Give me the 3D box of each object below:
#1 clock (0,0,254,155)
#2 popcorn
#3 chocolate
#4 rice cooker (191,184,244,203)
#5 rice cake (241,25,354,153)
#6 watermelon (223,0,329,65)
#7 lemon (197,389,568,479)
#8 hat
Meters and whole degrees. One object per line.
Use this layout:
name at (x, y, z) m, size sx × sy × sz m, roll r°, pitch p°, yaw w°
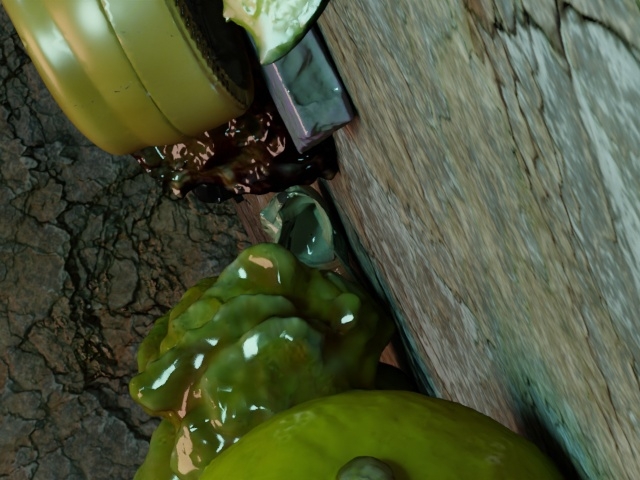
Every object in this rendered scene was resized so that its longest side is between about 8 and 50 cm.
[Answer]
clock at (-0.173, -0.216, 1.655) m, size 0.244 × 0.200 × 0.317 m, roll 46°, pitch -161°, yaw -56°
popcorn at (-0.071, 0.148, 2.003) m, size 0.325 × 0.321 × 0.290 m, roll -112°, pitch 5°, yaw -48°
chocolate at (-0.104, -0.123, 1.820) m, size 0.224 × 0.177 × 0.206 m, roll 64°, pitch 175°, yaw -10°
rice cooker at (-0.132, -0.112, 2.522) m, size 0.106 × 0.112 × 0.165 m, roll 56°, pitch 173°, yaw 21°
rice cake at (-0.054, -0.212, 1.570) m, size 0.106 × 0.050 × 0.298 m, roll -150°, pitch 35°, yaw -83°
watermelon at (-0.050, -0.242, 0.930) m, size 0.301 × 0.129 × 0.123 m, roll 60°, pitch 178°, yaw -4°
lemon at (0.044, 0.261, 1.350) m, size 0.348 × 0.348 × 0.348 m, roll 155°, pitch 90°, yaw -85°
hat at (0.001, 0.007, 2.055) m, size 0.122 × 0.081 × 0.166 m, roll -24°, pitch 109°, yaw 47°
